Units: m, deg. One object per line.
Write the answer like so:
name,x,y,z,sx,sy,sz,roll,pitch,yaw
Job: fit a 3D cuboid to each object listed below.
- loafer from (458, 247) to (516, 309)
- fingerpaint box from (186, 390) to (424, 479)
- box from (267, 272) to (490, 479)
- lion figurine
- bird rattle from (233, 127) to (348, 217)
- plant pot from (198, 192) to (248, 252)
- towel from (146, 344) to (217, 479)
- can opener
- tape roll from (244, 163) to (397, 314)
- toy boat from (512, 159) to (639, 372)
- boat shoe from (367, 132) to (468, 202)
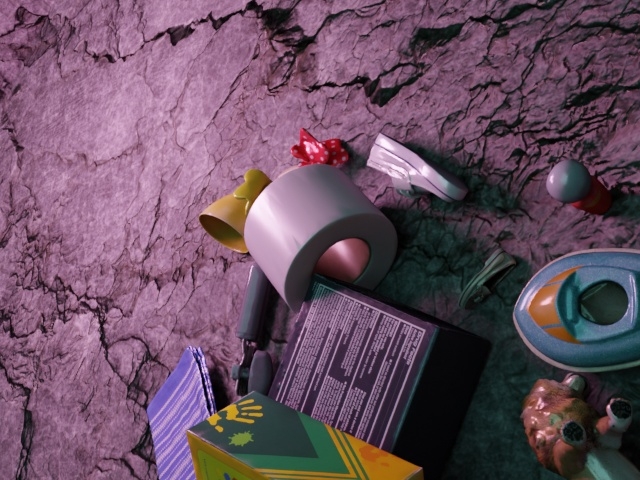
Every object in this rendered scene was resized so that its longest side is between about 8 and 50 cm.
loafer,0.286,0.072,1.464,0.039,0.045,0.125,43,102,35
fingerpaint box,-0.008,0.511,1.354,0.371,0.163,0.444,14,120,44
box,0.091,0.251,1.479,0.294,0.183,0.296,22,92,44
lion figurine,0.420,0.344,1.170,0.142,0.240,0.392,-29,65,-9
bird rattle,-0.038,-0.099,1.787,0.253,0.143,0.207,-28,73,12
plant pot,-0.189,-0.051,1.885,0.134,0.134,0.095,9,56,43
towel,-0.294,0.416,1.810,0.243,0.040,0.336,-53,37,26
can opener,-0.126,0.193,1.788,0.095,0.076,0.283,10,80,11
tape roll,0.000,0.000,1.605,0.246,0.246,0.169,-52,49,15
toy boat,0.404,0.040,1.295,0.267,0.148,0.318,-15,67,38
boat shoe,0.178,-0.118,1.603,0.084,0.095,0.258,-62,36,12
